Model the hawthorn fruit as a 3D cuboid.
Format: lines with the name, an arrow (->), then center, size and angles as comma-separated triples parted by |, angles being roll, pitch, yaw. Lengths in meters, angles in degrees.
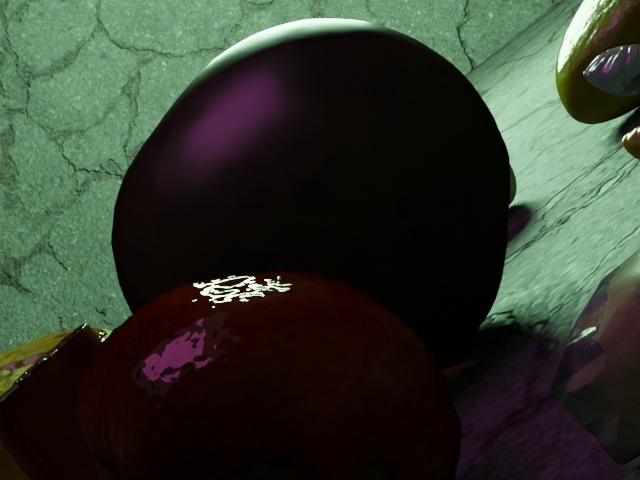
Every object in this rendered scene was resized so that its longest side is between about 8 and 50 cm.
hawthorn fruit -> 0.000, 0.105, 0.742 | 0.243, 0.208, 0.207 | -21, -3, -27

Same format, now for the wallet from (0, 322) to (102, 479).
wallet -> -0.144, 0.169, 0.958 | 0.045, 0.204, 0.142 | -33, 8, 26

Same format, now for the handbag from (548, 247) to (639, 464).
handbag -> 0.194, 0.019, 0.621 | 0.173, 0.095, 0.117 | -37, 9, 39

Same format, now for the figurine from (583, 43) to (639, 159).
figurine -> 0.314, -0.152, 1.059 | 0.174, 0.116, 0.240 | -40, 0, -35

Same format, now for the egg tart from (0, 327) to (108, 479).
egg tart -> -0.290, 0.217, 1.318 | 0.443, 0.178, 0.443 | -24, 14, 7

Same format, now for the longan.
longan -> -0.002, -0.016, 1.045 | 0.319, 0.319, 0.319 | -38, 6, 5

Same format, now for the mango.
mango -> 0.368, -0.266, 1.370 | 0.331, 0.142, 0.195 | -43, 22, 23

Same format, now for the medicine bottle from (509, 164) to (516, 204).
medicine bottle -> 0.082, -0.008, 1.369 | 0.252, 0.114, 0.114 | -42, 7, -19

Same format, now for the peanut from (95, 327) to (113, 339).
peanut -> -0.290, 0.207, 1.766 | 0.174, 0.158, 0.340 | -18, 6, -11
